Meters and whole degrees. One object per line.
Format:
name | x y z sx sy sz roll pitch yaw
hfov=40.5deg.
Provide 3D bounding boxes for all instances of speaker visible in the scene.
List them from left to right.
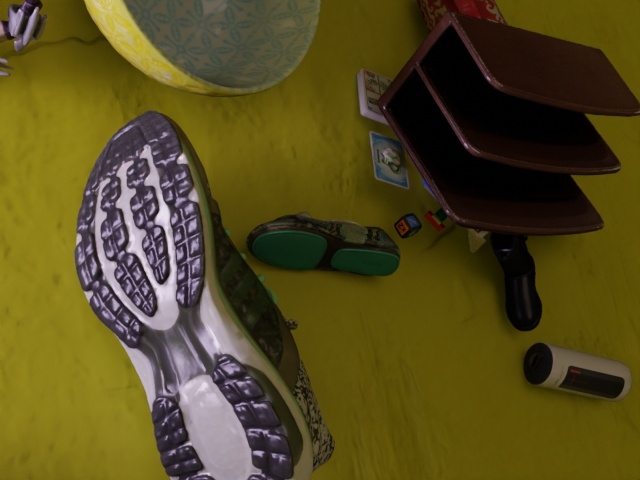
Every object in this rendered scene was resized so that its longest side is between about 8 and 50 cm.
speaker | 0.321 0.165 1.085 0.136 0.055 0.055 16 62 -26

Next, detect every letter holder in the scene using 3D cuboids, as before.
letter holder | 0.260 -0.130 1.060 0.302 0.152 0.214 1 52 -39

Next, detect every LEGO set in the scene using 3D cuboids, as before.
LEGO set | 0.126 -0.090 1.093 0.183 0.060 0.244 15 50 -26

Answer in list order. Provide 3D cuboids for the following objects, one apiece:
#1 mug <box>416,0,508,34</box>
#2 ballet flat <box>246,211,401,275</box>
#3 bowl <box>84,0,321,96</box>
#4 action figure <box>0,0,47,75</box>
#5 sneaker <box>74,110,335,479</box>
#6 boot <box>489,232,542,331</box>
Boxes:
mug | 0.204 -0.293 1.161 0.113 0.150 0.169 -14 72 -19
ballet flat | 0.000 0.000 0.962 0.189 0.070 0.070 13 63 -29
bowl | -0.150 -0.281 0.906 0.290 0.156 0.289 7 80 -46
action figure | -0.330 -0.279 0.820 0.185 0.099 0.284 29 77 -22
sneaker | -0.102 0.070 0.844 0.182 0.158 0.410 6 60 -64
boot | 0.240 0.039 1.068 0.099 0.045 0.121 53 35 -47
